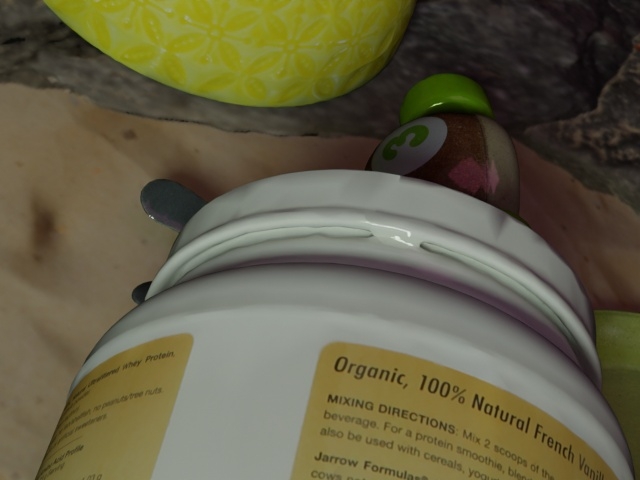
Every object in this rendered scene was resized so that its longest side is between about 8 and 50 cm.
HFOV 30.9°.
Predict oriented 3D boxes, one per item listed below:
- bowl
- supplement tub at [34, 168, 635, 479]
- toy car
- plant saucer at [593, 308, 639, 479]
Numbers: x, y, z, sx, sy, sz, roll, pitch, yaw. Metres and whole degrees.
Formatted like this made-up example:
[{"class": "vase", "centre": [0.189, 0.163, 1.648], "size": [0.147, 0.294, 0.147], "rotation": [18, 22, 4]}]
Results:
[{"class": "bowl", "centre": [-0.044, -0.243, 0.730], "size": [0.289, 0.156, 0.289], "rotation": [14, 51, -18]}, {"class": "supplement tub", "centre": [-0.005, 0.151, 0.413], "size": [0.228, 0.228, 0.316], "rotation": [23, 50, -10]}, {"class": "toy car", "centre": [0.000, 0.000, 0.597], "size": [0.188, 0.149, 0.155], "rotation": [3, 37, -7]}, {"class": "plant saucer", "centre": [0.210, 0.120, 0.626], "size": [0.241, 0.037, 0.241], "rotation": [13, 27, -7]}]
